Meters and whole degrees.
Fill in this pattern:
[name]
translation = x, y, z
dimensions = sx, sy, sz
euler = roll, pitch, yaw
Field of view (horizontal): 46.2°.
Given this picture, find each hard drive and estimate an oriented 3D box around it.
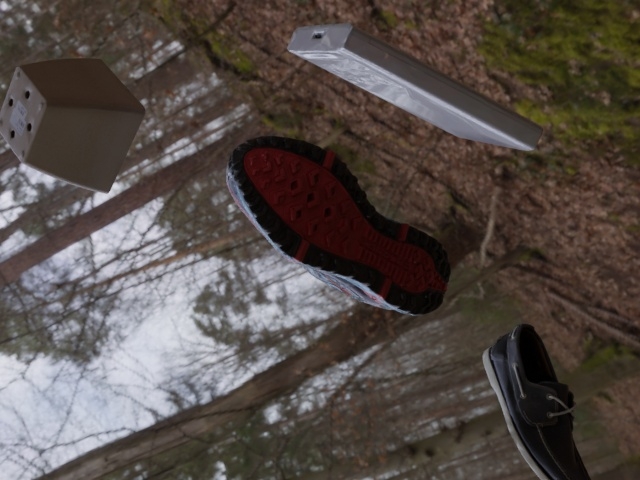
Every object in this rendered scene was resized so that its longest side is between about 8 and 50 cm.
[hard drive]
translation = 0.124, -0.207, 1.019
dimensions = 0.308, 0.040, 0.203
euler = 21, -175, -25

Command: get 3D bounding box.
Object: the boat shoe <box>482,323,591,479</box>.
[boat shoe]
translation = 0.279, 0.211, 0.939
dimensions = 0.084, 0.079, 0.233
euler = 19, -141, -34

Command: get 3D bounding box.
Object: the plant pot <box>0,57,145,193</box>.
[plant pot]
translation = -0.264, -0.124, 0.771
dimensions = 0.096, 0.109, 0.109
euler = 1, -142, -51

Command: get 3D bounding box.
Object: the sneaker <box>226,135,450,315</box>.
[sneaker]
translation = 0.000, 0.000, 0.724
dimensions = 0.262, 0.125, 0.104
euler = 37, -113, -29
